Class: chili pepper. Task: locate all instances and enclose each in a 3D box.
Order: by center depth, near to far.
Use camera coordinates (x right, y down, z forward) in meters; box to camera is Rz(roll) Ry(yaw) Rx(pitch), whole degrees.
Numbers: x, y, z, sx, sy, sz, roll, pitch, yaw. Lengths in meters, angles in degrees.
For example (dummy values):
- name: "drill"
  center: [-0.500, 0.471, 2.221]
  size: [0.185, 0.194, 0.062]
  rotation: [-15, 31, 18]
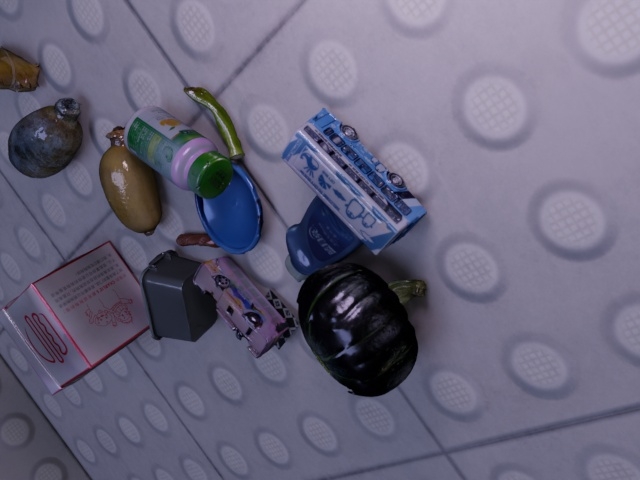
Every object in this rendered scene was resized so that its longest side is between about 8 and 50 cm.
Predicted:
- name: "chili pepper"
  center: [-0.234, -0.274, 1.617]
  size: [0.050, 0.052, 0.202]
  rotation: [-31, 95, 20]

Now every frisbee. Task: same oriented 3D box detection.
- name: "frisbee"
  center: [-0.217, -0.084, 1.725]
  size: [0.242, 0.045, 0.242]
  rotation: [18, 118, 38]

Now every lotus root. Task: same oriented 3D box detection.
- name: "lotus root"
  center: [-0.503, -0.143, 1.866]
  size: [0.146, 0.131, 0.303]
  rotation: [7, 120, 35]
- name: "lotus root"
  center: [-0.765, -0.278, 1.978]
  size: [0.349, 0.175, 0.175]
  rotation: [-27, 98, 46]

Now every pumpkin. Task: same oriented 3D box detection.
- name: "pumpkin"
  center: [0.096, 0.165, 1.517]
  size: [0.295, 0.296, 0.296]
  rotation: [21, 128, 29]

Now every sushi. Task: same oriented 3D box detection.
- name: "sushi"
  center: [-0.109, 0.201, 1.831]
  size: [0.120, 0.026, 0.126]
  rotation: [48, 130, 16]

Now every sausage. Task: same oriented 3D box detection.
- name: "sausage"
  center: [-0.322, 0.000, 1.877]
  size: [0.157, 0.042, 0.036]
  rotation: [3, 80, 37]

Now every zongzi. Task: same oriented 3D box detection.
- name: "zongzi"
  center: [-0.899, -0.471, 1.943]
  size: [0.194, 0.197, 0.099]
  rotation: [28, 116, 27]

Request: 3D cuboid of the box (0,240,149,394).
- name: "box"
  center: [-0.730, 0.232, 2.163]
  size: [0.300, 0.314, 0.312]
  rotation: [-32, 94, 43]

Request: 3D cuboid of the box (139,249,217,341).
- name: "box"
  center: [-0.382, 0.161, 1.949]
  size: [0.135, 0.163, 0.243]
  rotation: [10, 121, 24]

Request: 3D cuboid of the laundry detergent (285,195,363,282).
- name: "laundry detergent"
  center: [0.000, 0.000, 1.566]
  size: [0.143, 0.094, 0.290]
  rotation: [46, 136, 2]

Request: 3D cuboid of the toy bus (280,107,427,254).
- name: "toy bus"
  center: [0.064, -0.118, 1.413]
  size: [0.297, 0.131, 0.106]
  rotation: [46, 135, 6]

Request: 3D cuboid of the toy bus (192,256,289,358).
- name: "toy bus"
  center: [-0.201, 0.162, 1.799]
  size: [0.274, 0.112, 0.090]
  rotation: [47, 128, 17]

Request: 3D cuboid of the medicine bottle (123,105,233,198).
- name: "medicine bottle"
  center: [-0.330, -0.203, 1.659]
  size: [0.274, 0.133, 0.133]
  rotation: [35, 134, 29]
